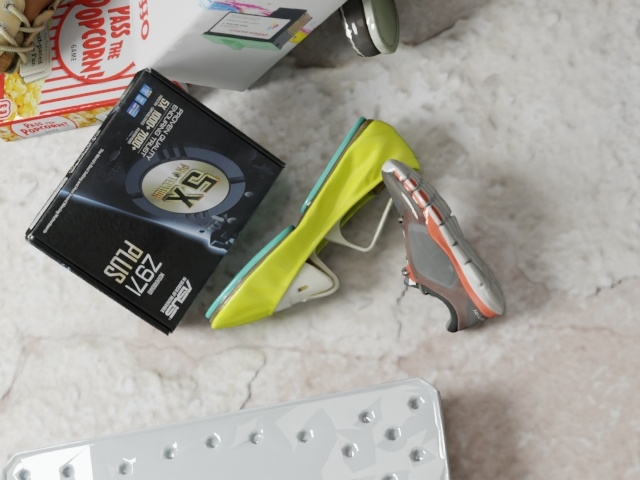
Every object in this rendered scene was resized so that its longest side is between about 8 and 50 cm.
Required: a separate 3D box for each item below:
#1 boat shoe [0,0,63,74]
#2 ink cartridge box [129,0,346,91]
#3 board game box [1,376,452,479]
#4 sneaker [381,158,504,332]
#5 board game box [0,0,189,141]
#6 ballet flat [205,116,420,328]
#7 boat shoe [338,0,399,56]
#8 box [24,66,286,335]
[{"bbox_3d":[-0.308,-0.203,1.398,0.324,0.122,0.120,-29,70,18],"label":"boat shoe"},{"bbox_3d":[-0.056,-0.279,1.301,0.278,0.117,0.201,-34,56,51],"label":"ink cartridge box"},{"bbox_3d":[-0.065,0.333,1.207,0.390,0.050,0.390,-12,69,16],"label":"board game box"},{"bbox_3d":[0.085,0.007,1.249,0.065,0.061,0.158,-35,79,18],"label":"sneaker"},{"bbox_3d":[-0.220,-0.182,1.441,0.193,0.045,0.147,-9,69,16],"label":"board game box"},{"bbox_3d":[0.000,0.000,1.291,0.077,0.077,0.231,38,85,3],"label":"ballet flat"},{"bbox_3d":[0.017,-0.252,1.367,0.068,0.081,0.228,-20,59,15],"label":"boat shoe"},{"bbox_3d":[-0.143,-0.034,1.306,0.147,0.077,0.180,36,85,-13],"label":"box"}]
